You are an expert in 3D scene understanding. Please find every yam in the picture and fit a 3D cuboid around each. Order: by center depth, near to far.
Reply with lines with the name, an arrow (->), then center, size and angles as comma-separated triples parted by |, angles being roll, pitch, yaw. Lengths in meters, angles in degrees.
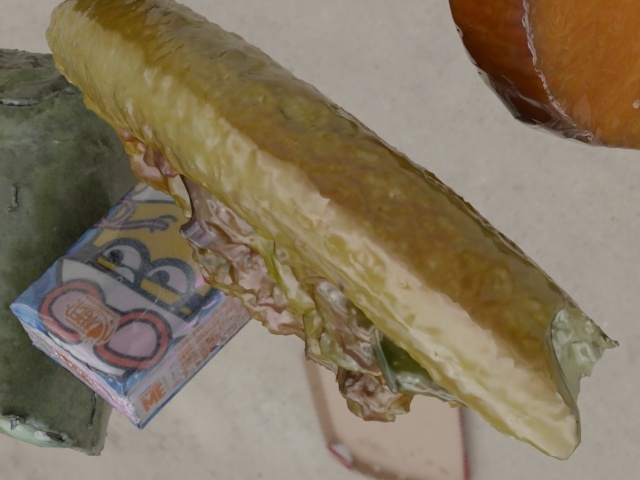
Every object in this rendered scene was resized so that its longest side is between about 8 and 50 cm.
yam -> -0.222, 0.001, 0.954 | 0.195, 0.300, 0.195 | 10, 166, 2

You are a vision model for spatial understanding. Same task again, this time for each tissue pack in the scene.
tissue pack -> -0.108, 0.031, 0.834 | 0.115, 0.155, 0.065 | 30, 153, 29

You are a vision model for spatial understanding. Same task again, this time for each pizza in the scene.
pizza -> -0.020, -0.023, 0.550 | 0.268, 0.087, 0.258 | 46, 169, -8

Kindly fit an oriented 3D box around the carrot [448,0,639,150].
carrot -> 0.177, -0.183, 0.566 | 0.258, 0.307, 0.100 | 25, -176, -37
